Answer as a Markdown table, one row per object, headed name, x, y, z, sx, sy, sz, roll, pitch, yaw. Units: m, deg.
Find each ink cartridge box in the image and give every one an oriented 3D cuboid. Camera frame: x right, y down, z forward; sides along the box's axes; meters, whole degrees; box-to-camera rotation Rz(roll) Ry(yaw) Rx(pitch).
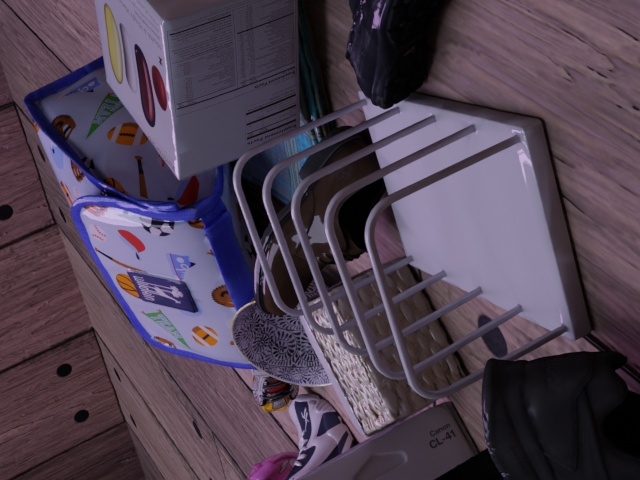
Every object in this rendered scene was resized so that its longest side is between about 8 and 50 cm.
| name | x | y | z | sx | sy | sz | roll | pitch | yaw |
| --- | --- | --- | --- | --- | --- | --- | --- | --- | --- |
| ink cartridge box | 0.045 | 0.317 | 1.440 | 0.131 | 0.226 | 0.306 | 61 | 161 | 8 |

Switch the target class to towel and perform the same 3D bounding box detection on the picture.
| name | x | y | z | sx | sy | sz | roll | pitch | yaw |
| --- | --- | --- | --- | --- | --- | --- | --- | --- | --- |
| towel | -0.070 | -0.198 | 1.379 | 0.271 | 0.040 | 0.370 | 37 | 147 | 52 |

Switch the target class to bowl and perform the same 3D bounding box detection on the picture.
| name | x | y | z | sx | sy | sz | roll | pitch | yaw |
| --- | --- | --- | --- | --- | --- | --- | --- | --- | --- |
| bowl | -0.021 | 0.101 | 1.522 | 0.170 | 0.170 | 0.080 | 84 | -163 | -44 |

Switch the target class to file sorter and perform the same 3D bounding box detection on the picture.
| name | x | y | z | sx | sy | sz | roll | pitch | yaw |
| --- | --- | --- | --- | --- | --- | --- | --- | --- | --- |
| file sorter | 0.068 | -0.003 | 1.060 | 0.277 | 0.173 | 0.193 | 25 | 138 | 61 |

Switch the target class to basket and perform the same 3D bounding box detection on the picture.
| name | x | y | z | sx | sy | sz | roll | pitch | yaw |
| --- | --- | --- | --- | --- | --- | --- | --- | --- | --- |
| basket | 0.068 | 0.113 | 1.300 | 0.167 | 0.113 | 0.103 | 63 | 157 | 4 |

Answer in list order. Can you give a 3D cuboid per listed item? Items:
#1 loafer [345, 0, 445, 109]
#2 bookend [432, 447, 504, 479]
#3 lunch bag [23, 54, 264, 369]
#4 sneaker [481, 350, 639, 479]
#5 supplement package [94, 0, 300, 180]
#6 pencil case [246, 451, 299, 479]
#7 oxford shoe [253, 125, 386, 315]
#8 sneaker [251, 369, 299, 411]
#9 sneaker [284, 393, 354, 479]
| name | x | y | z | sx | sy | sz | roll | pitch | yaw |
| --- | --- | --- | --- | --- | --- | --- | --- | --- | --- |
| loafer | 0.055 | -0.193 | 0.999 | 0.078 | 0.076 | 0.223 | 49 | 161 | 18 |
| bookend | 0.162 | 0.258 | 1.165 | 0.072 | 0.156 | 0.157 | 56 | 160 | 22 |
| lunch bag | -0.207 | -0.032 | 1.636 | 0.385 | 0.239 | 0.328 | 44 | 161 | 41 |
| sneaker | 0.233 | 0.193 | 0.968 | 0.286 | 0.130 | 0.109 | 54 | -150 | -37 |
| supplement package | -0.131 | -0.214 | 1.246 | 0.194 | 0.149 | 0.203 | 50 | 154 | 37 |
| pencil case | -0.074 | 0.473 | 2.062 | 0.386 | 0.167 | 0.160 | 117 | 160 | -66 |
| oxford shoe | 0.000 | 0.000 | 1.258 | 0.096 | 0.082 | 0.227 | 45 | 122 | 30 |
| sneaker | -0.058 | 0.194 | 1.747 | 0.225 | 0.088 | 0.093 | 98 | 164 | -71 |
| sneaker | -0.022 | 0.329 | 1.742 | 0.235 | 0.153 | 0.094 | 50 | 156 | 36 |
